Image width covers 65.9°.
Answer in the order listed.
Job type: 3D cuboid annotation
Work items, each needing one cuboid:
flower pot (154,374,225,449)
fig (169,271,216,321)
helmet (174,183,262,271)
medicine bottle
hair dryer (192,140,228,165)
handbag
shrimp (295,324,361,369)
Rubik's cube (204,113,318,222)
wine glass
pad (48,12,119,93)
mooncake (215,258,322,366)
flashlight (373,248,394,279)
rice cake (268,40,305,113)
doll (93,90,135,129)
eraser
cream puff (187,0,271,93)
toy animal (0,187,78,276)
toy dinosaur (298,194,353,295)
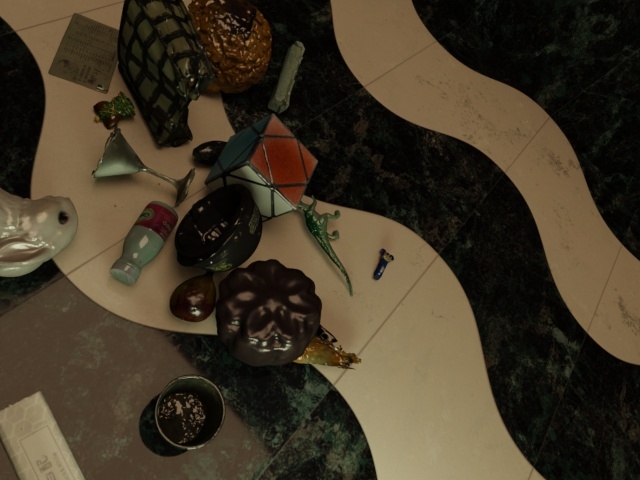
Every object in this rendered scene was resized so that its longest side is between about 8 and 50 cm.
[{"bbox_3d":[-0.305,0.395,1.116,0.157,0.107,0.158,15,55,-23],"label":"flower pot"},{"bbox_3d":[-0.313,0.133,1.254,0.109,0.103,0.155,41,49,-32],"label":"fig"},{"bbox_3d":[-0.247,-0.009,1.286,0.160,0.230,0.279,52,27,-41],"label":"helmet"},{"bbox_3d":[-0.446,0.004,1.251,0.090,0.090,0.217,30,54,-13],"label":"medicine bottle"},{"bbox_3d":[-0.269,-0.200,1.492,0.195,0.075,0.219,-18,85,-45],"label":"hair dryer"},{"bbox_3d":[-0.434,-0.481,1.367,0.162,0.325,0.327,-18,75,-33],"label":"handbag"},{"bbox_3d":[-0.015,0.279,1.378,0.287,0.063,0.152,18,46,-19],"label":"shrimp"},{"bbox_3d":[-0.167,-0.196,1.411,0.207,0.204,0.205,41,51,-30],"label":"Rubik's cube"},{"bbox_3d":[-0.462,-0.187,1.315,0.232,0.156,0.156,24,55,-21],"label":"wine glass"},{"bbox_3d":[-0.685,-0.561,1.466,0.159,0.009,0.265,15,58,-22],"label":"pad"},{"bbox_3d":[-0.133,0.176,1.273,0.282,0.141,0.283,8,53,-11],"label":"mooncake"},{"bbox_3d":[0.205,0.079,1.618,0.057,0.035,0.121,38,52,-8],"label":"flashlight"},{"bbox_3d":[-0.118,-0.594,1.772,0.062,0.066,0.337,28,55,-25],"label":"rice cake"},{"bbox_3d":[-0.577,-0.369,1.383,0.113,0.076,0.078,-36,94,-37],"label":"doll"},{"bbox_3d":[-0.506,0.496,0.954,0.098,0.096,0.404,-25,79,-37],"label":"eraser"},{"bbox_3d":[-0.310,-0.646,1.587,0.343,0.231,0.327,-37,89,-38],"label":"cream puff"},{"bbox_3d":[-0.723,-0.030,1.066,0.357,0.194,0.258,14,49,-32],"label":"toy animal"},{"bbox_3d":[0.037,-0.020,1.554,0.129,0.076,0.383,-33,81,-31],"label":"toy dinosaur"}]
